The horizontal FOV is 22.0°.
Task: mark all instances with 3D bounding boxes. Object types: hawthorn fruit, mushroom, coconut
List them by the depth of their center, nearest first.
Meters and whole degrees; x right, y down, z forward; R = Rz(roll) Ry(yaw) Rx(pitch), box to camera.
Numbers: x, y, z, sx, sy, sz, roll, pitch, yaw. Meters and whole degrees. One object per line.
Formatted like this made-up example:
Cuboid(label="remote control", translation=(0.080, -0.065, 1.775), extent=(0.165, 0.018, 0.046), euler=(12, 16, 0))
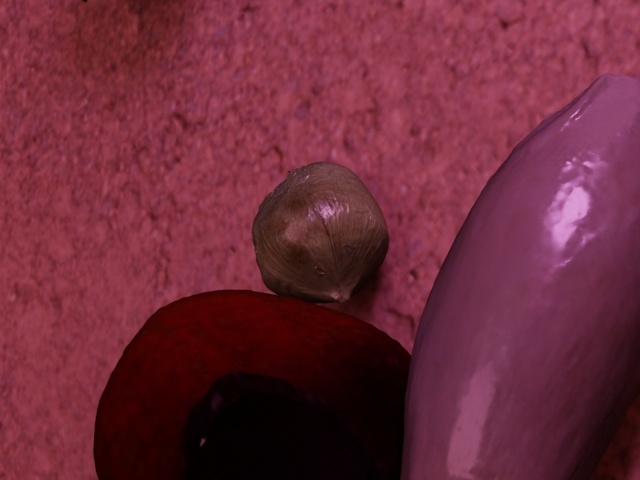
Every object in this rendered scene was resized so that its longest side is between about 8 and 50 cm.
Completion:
Cuboid(label="mushroom", translation=(0.109, 0.072, 0.869), extent=(0.128, 0.128, 0.350), euler=(-1, 60, 43))
Cuboid(label="hawthorn fruit", translation=(-0.038, 0.131, 0.972), extent=(0.249, 0.215, 0.215), euler=(20, 98, 51))
Cuboid(label="coconut", translation=(0.000, 0.000, 1.036), extent=(0.088, 0.088, 0.096), euler=(-46, 48, 29))
